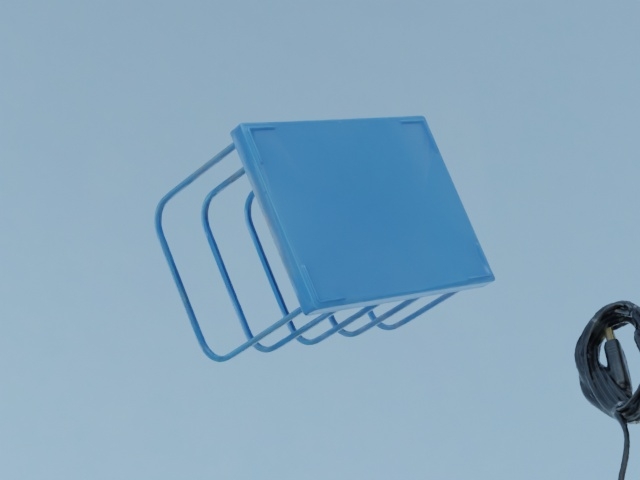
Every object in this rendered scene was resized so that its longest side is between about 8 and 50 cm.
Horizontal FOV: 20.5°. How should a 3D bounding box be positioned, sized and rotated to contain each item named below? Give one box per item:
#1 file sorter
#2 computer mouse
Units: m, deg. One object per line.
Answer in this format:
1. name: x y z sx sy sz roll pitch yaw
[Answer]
1. file sorter: 0.000 0.000 1.094 0.170 0.118 0.104 -7 -20 -47
2. computer mouse: 0.141 0.114 0.775 0.041 0.242 0.071 30 -52 -18
